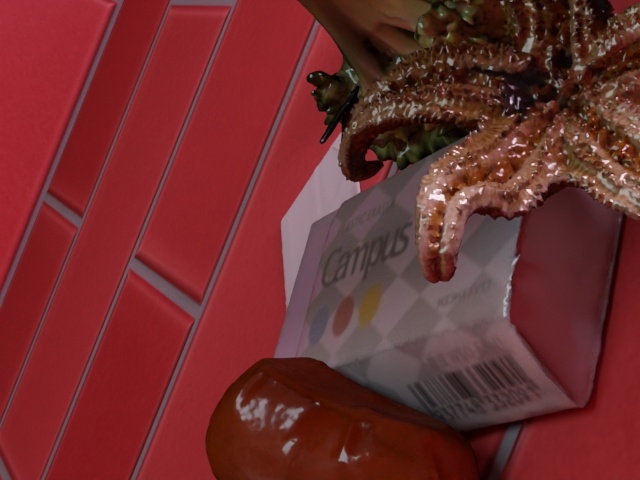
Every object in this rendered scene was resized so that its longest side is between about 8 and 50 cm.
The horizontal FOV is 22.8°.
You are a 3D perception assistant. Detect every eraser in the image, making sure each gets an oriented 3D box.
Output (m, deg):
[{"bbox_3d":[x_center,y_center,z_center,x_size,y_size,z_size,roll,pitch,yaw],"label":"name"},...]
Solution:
[{"bbox_3d":[0.082,0.046,1.233,0.397,0.082,0.213,-28,43,60],"label":"eraser"}]

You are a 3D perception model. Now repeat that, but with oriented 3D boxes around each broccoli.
[{"bbox_3d":[0.059,-0.175,1.278,0.247,0.243,0.263,-38,39,30],"label":"broccoli"}]

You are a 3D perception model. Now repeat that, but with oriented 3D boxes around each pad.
[{"bbox_3d":[0.000,0.000,1.598,0.156,0.004,0.232,-54,25,32],"label":"pad"}]

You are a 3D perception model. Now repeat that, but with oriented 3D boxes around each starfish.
[{"bbox_3d":[0.136,-0.079,1.016,0.303,0.113,0.312,4,50,26],"label":"starfish"}]

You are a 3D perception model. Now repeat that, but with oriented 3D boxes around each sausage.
[{"bbox_3d":[0.013,0.167,1.172,0.258,0.133,0.133,18,87,46],"label":"sausage"}]
